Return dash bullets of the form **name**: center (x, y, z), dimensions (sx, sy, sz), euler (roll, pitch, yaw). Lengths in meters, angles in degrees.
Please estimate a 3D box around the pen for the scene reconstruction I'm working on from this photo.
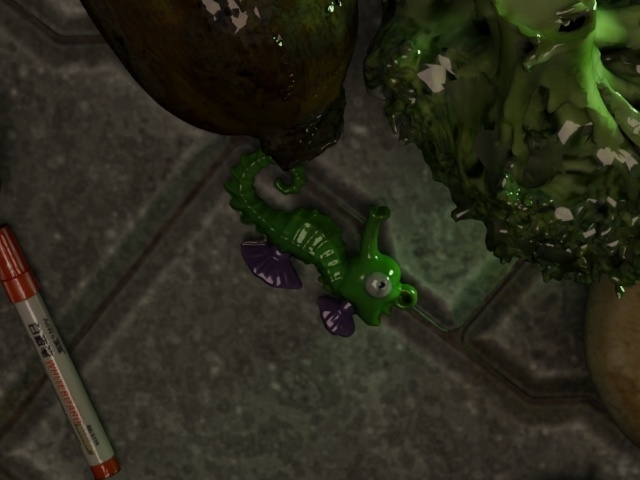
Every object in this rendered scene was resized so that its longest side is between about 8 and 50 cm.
- **pen**: center (-0.225, 0.095, 1.521), dimensions (0.028, 0.028, 0.239), euler (-21, 105, 6)

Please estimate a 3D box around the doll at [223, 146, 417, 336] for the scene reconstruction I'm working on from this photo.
- **doll**: center (0.000, 0.000, 1.484), dimensions (0.190, 0.050, 0.115), euler (37, 106, -7)

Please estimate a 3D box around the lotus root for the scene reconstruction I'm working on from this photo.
- **lotus root**: center (-0.103, -0.234, 1.336), dimensions (0.179, 0.196, 0.397), euler (-38, 106, -25)

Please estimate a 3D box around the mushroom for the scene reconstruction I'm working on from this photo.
- **mushroom**: center (0.318, 0.102, 1.437), dimensions (0.253, 0.195, 0.189), euler (30, 107, -5)

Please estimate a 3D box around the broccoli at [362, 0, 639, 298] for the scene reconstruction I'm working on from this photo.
- **broccoli**: center (0.187, -0.155, 1.326), dimensions (0.249, 0.302, 0.375), euler (-22, 76, -21)
